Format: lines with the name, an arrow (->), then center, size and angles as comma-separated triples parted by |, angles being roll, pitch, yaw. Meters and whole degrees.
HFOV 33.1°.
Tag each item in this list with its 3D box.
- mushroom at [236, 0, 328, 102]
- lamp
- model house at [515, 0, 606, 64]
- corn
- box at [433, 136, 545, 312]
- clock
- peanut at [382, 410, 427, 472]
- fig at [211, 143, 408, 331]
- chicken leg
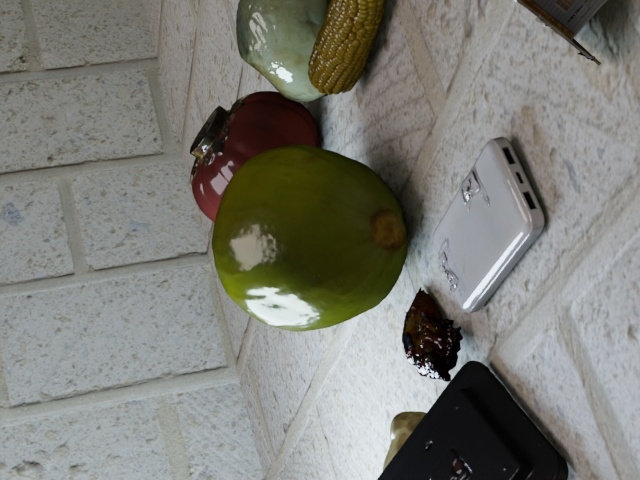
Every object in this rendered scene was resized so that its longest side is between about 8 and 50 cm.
mushroom -> -0.072, -0.383, 2.058 | 0.267, 0.164, 0.189 | 101, 155, -49
lamp -> -0.130, -0.158, 2.191 | 0.303, 0.257, 0.303 | -53, 15, 20
model house -> 0.248, -0.311, 1.138 | 0.136, 0.207, 0.219 | -50, 27, 20
corn -> 0.045, -0.339, 1.812 | 0.310, 0.102, 0.101 | 121, 138, -63
box -> 0.223, -0.014, 1.480 | 0.285, 0.044, 0.142 | 113, 142, -60
clock -> 0.193, 0.336, 1.503 | 0.278, 0.049, 0.273 | -55, 31, 11
peanut -> 0.178, 0.406, 1.676 | 0.140, 0.153, 0.325 | 107, 159, -51
fig -> -0.009, -0.007, 1.814 | 0.343, 0.344, 0.343 | 171, 90, -74
chicken leg -> 0.170, 0.152, 1.681 | 0.105, 0.063, 0.234 | -60, 16, 9
